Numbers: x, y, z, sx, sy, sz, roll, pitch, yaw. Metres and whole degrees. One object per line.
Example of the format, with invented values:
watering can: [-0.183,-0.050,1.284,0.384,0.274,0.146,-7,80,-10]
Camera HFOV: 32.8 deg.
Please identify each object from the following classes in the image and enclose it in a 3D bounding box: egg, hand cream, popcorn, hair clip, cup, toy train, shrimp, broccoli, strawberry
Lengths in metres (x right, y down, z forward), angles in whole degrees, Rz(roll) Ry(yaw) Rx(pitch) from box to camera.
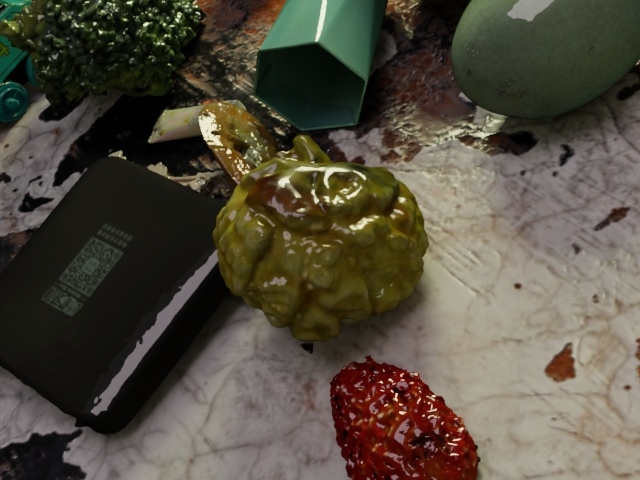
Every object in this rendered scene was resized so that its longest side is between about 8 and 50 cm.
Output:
egg: [0.246,-0.221,1.135,0.236,0.169,0.169,-35,44,1]
hand cream: [-0.158,-0.155,1.394,0.143,0.039,0.061,-3,53,32]
popcorn: [-0.002,-0.001,1.085,0.218,0.169,0.189,-10,28,-31]
hair clip: [-0.195,-0.068,1.338,0.226,0.034,0.072,12,60,36]
cup: [0.011,-0.262,1.335,0.148,0.134,0.235,-3,47,22]
toy train: [-0.470,-0.263,1.571,0.107,0.154,0.198,24,66,37]
shrimp: [-0.086,-0.083,1.240,0.051,0.115,0.217,-51,40,32]
broccoli: [-0.307,-0.298,1.489,0.245,0.288,0.248,-14,84,37]
strawberry: [0.057,0.171,0.964,0.121,0.082,0.188,-39,48,-3]

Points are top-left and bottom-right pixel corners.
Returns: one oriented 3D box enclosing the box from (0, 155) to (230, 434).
box: [-0.239,0.050,1.220,0.290,0.073,0.289,23,70,40]
